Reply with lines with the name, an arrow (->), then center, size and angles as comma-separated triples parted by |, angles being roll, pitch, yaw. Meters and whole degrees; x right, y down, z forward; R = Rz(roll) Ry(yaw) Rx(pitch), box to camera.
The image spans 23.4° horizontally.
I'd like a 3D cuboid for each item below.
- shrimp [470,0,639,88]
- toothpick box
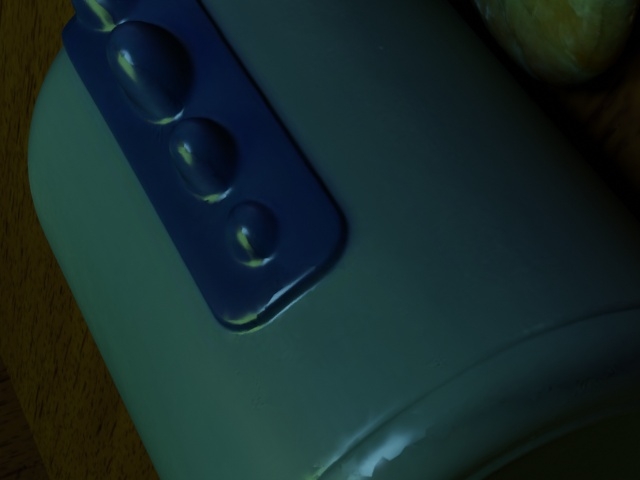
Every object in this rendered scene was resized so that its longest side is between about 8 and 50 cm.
shrimp -> 0.071, -0.205, 0.636 | 0.169, 0.058, 0.296 | 39, 145, 57
toothpick box -> 0.000, 0.000, 0.698 | 0.354, 0.263, 0.263 | 57, 154, 35
